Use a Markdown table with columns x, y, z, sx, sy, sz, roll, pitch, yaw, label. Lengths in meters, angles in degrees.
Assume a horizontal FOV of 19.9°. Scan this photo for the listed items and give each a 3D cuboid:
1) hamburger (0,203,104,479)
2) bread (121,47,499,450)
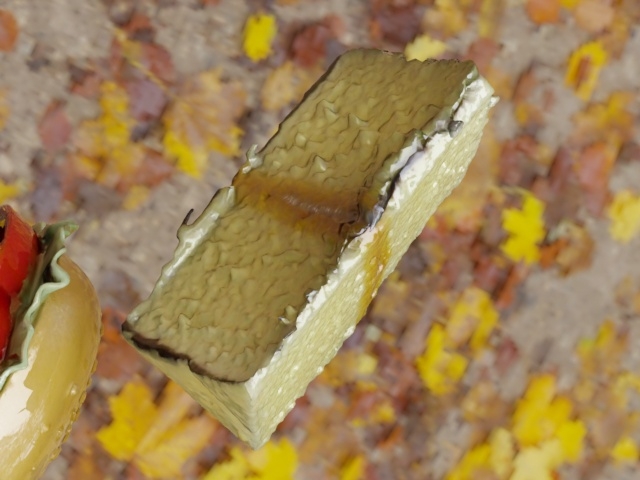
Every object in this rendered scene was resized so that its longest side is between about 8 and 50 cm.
| x | y | z | sx | sy | sz | roll | pitch | yaw | label |
| --- | --- | --- | --- | --- | --- | --- | --- | --- | --- |
| -0.272 | 0.087 | 1.274 | 0.212 | 0.274 | 0.274 | 33 | 86 | -18 | hamburger |
| 0.000 | 0.000 | 1.191 | 0.266 | 0.178 | 0.142 | -50 | 136 | -15 | bread |
